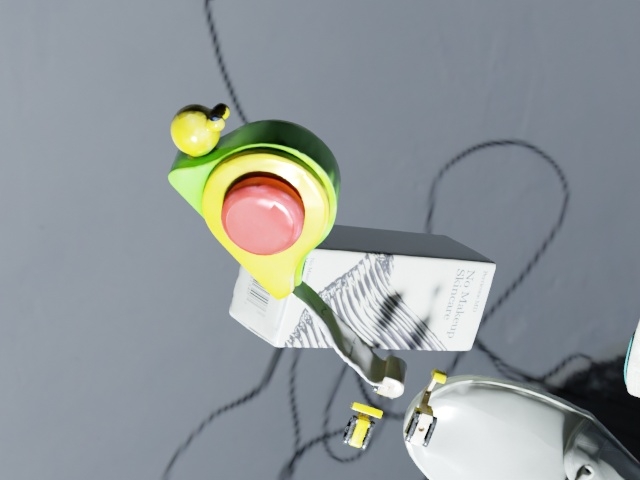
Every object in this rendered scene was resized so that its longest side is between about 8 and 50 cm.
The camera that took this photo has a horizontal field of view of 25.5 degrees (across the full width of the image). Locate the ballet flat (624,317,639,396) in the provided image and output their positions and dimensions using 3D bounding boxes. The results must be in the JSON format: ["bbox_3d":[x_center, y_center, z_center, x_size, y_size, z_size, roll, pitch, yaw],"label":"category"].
[{"bbox_3d":[0.285,0.072,1.150,0.057,0.052,0.168,-25,132,-31],"label":"ballet flat"}]

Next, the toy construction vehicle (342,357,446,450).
[{"bbox_3d":[0.074,0.166,1.418,0.085,0.035,0.098,17,102,-9],"label":"toy construction vehicle"}]

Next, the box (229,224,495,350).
[{"bbox_3d":[0.047,0.049,1.485,0.275,0.094,0.113,3,107,-38],"label":"box"}]

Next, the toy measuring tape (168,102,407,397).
[{"bbox_3d":[0.000,0.000,1.208,0.330,0.121,0.121,47,70,-21],"label":"toy measuring tape"}]

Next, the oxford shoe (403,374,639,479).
[{"bbox_3d":[0.289,0.297,1.521,0.449,0.130,0.169,36,102,-2],"label":"oxford shoe"}]
